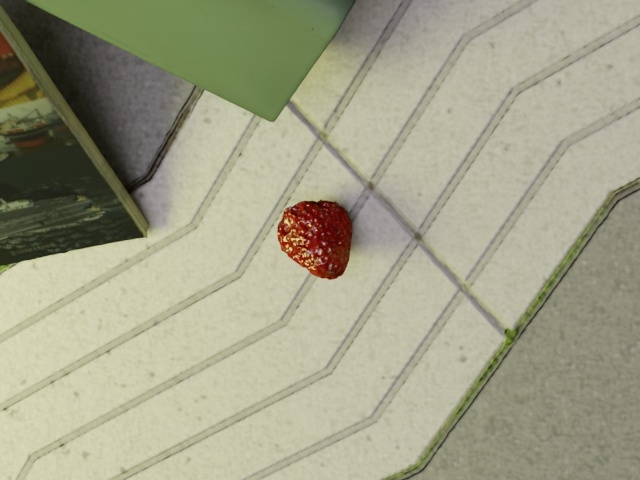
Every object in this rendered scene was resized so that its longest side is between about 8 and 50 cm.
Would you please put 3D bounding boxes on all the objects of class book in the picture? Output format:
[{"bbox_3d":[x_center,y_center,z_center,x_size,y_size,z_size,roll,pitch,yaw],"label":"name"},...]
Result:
[{"bbox_3d":[-0.360,-0.106,1.349,0.262,0.028,0.374,-10,136,20],"label":"book"}]

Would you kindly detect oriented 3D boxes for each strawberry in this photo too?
[{"bbox_3d":[0.000,0.000,1.345,0.073,0.083,0.073,-13,129,-17],"label":"strawberry"}]

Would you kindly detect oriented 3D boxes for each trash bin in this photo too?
[{"bbox_3d":[-0.136,-0.272,1.210,0.343,0.158,0.223,27,151,-8],"label":"trash bin"}]
